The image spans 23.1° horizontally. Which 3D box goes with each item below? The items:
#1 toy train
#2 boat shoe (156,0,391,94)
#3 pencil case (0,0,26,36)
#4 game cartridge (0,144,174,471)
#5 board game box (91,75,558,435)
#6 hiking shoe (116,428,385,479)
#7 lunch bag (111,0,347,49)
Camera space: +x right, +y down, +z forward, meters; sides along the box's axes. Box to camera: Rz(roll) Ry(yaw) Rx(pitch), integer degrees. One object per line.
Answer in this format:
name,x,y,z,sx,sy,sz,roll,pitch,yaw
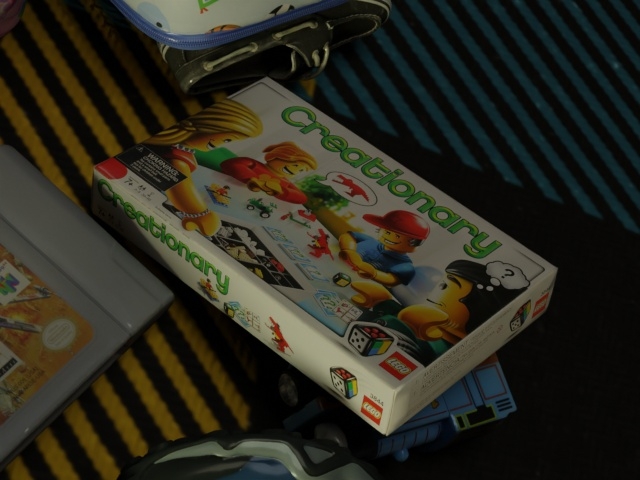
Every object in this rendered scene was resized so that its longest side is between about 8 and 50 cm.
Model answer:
toy train,0.057,0.115,1.189,0.184,0.080,0.105,-12,72,-32
boat shoe,-0.030,-0.166,1.331,0.219,0.078,0.070,-16,67,-25
pencil case,-0.235,-0.251,1.144,0.124,0.284,0.124,8,70,-24
game cartridge,-0.261,0.063,1.077,0.198,0.062,0.297,44,51,0
board game box,0.000,0.000,1.183,0.305,0.053,0.193,35,47,25
hiking shoe,0.005,0.219,1.071,0.304,0.113,0.132,16,53,-17
lunch bag,-0.117,-0.289,1.298,0.243,0.115,0.303,-26,54,-29
